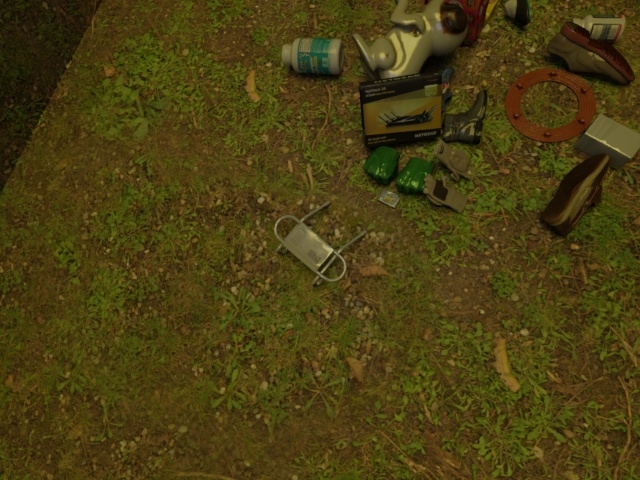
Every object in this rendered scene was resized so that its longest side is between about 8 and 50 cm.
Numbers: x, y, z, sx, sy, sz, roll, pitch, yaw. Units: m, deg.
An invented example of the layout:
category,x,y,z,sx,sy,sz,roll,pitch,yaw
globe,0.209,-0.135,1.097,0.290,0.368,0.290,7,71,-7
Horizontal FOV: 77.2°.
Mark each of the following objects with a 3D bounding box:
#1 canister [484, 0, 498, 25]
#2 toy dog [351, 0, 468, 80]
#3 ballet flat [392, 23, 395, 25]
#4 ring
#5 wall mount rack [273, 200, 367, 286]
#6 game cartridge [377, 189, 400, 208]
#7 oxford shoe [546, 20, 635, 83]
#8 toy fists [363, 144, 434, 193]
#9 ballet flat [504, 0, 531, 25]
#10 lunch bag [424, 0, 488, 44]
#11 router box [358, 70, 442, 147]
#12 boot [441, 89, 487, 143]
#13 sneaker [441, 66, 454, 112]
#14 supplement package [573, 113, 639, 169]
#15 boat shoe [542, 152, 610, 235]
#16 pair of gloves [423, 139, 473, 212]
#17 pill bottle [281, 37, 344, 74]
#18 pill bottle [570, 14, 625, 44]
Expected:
category,x,y,z,sx,sy,sz,roll,pitch,yaw
canister,0.672,-1.025,1.753,0.170,0.073,0.126,29,82,14
toy dog,0.383,-0.782,1.600,0.408,0.285,0.395,-33,78,13
ballet flat,0.356,-0.965,1.807,0.070,0.070,0.188,8,75,12
ring,0.920,-0.551,1.604,0.337,0.032,0.336,-2,76,10
wall mount rack,0.000,0.000,1.581,0.350,0.130,0.304,41,89,17
game cartridge,0.279,-0.170,1.627,0.083,0.017,0.056,29,78,16
oxford shoe,1.072,-0.717,1.591,0.348,0.130,0.123,38,53,3
toy fists,0.310,-0.272,1.609,0.279,0.096,0.142,25,68,17
ballet flat,0.838,-1.023,1.719,0.096,0.095,0.280,-2,64,20
lunch bag,0.549,-0.964,1.644,0.258,0.293,0.120,27,80,20
router box,0.316,-0.516,1.584,0.309,0.242,0.081,-9,32,2
boot,0.584,-0.509,1.632,0.161,0.083,0.246,11,76,19
sneaker,0.513,-0.624,1.681,0.087,0.083,0.221,26,81,-3
supplement package,1.071,-0.365,1.488,0.179,0.105,0.105,39,84,18
boat shoe,0.956,-0.165,1.465,0.123,0.123,0.342,41,79,-12
pair of gloves,0.496,-0.244,1.553,0.204,0.042,0.240,20,83,-19
pill bottle,-0.034,-0.823,1.789,0.264,0.146,0.146,8,77,13
pill bottle,1.099,-0.846,1.609,0.180,0.108,0.107,8,77,12
